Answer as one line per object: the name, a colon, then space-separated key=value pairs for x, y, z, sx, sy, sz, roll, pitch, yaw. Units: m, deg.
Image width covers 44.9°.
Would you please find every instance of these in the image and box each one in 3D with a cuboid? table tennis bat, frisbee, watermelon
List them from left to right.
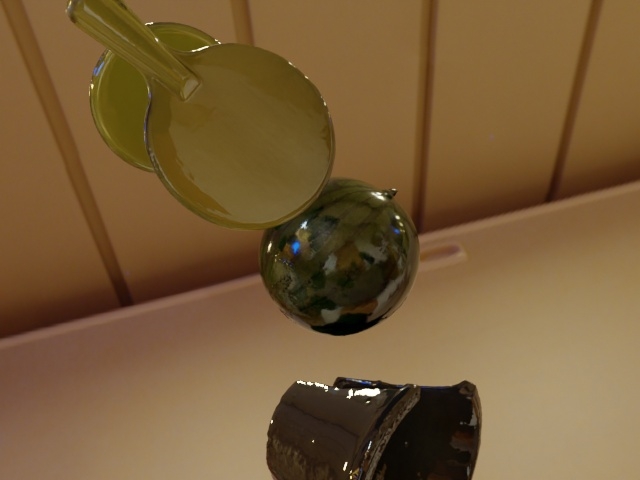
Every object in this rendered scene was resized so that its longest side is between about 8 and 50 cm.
frisbee: x=-0.230 y=-0.213 z=1.181 sx=0.236 sy=0.017 sz=0.236 roll=-4 pitch=-72 yaw=-13
table tennis bat: x=-0.145 y=-0.166 z=0.923 sx=0.369 sy=0.054 sz=0.224 roll=39 pitch=-106 yaw=-10
watermelon: x=0.027 y=0.022 z=1.157 sx=0.242 sy=0.242 sz=0.242 roll=-12 pitch=-43 yaw=-11

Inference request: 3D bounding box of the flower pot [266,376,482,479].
flower pot: x=0.066 y=0.362 z=1.263 sx=0.379 sy=0.251 sz=0.379 roll=-23 pitch=-60 yaw=-48
